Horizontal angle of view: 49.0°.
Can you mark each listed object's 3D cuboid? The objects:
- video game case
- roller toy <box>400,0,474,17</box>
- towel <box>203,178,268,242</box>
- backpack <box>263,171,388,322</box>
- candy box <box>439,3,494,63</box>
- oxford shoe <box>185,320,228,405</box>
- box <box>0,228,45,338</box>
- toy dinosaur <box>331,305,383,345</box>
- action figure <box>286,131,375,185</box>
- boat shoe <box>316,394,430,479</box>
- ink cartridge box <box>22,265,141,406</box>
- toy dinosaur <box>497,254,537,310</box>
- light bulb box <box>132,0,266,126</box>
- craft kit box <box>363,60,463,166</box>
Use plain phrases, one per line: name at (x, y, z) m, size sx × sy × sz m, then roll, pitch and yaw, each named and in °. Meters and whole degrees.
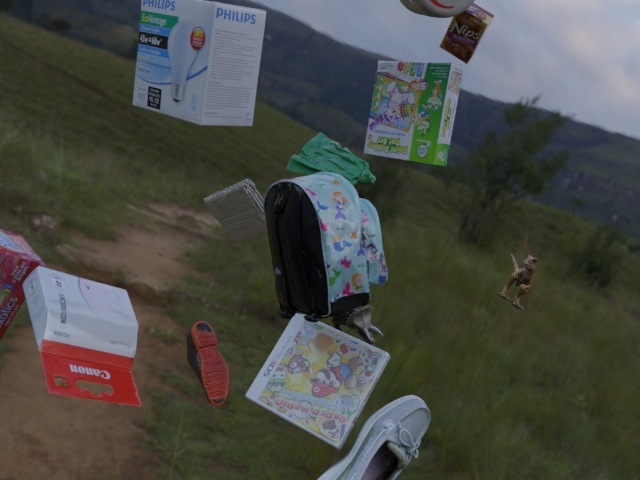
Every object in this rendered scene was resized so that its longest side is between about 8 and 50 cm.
video game case at (-0.007, 0.270, 1.392) m, size 0.226 × 0.206 × 0.026 m, roll 22°, pitch -21°, yaw 28°
roller toy at (0.286, -0.632, 1.683) m, size 0.209 × 0.191 × 0.146 m, roll 30°, pitch 9°, yaw -27°
towel at (-0.253, -0.092, 2.256) m, size 0.282 × 0.049 × 0.187 m, roll -13°, pitch -64°, yaw 52°
backpack at (0.000, 0.000, 1.294) m, size 0.191 × 0.254 × 0.225 m, roll -19°, pitch 9°, yaw -29°
candy box at (0.455, -0.653, 2.199) m, size 0.109 × 0.053 × 0.187 m, roll 35°, pitch -28°, yaw 8°
oxford shoe at (-0.365, 0.400, 2.240) m, size 0.096 × 0.272 × 0.098 m, roll 5°, pitch -31°, yaw -43°
box at (-0.697, 0.108, 1.433) m, size 0.128 × 0.257 × 0.122 m, roll 38°, pitch 8°, yaw 36°
toy dinosaur at (0.033, 0.183, 2.003) m, size 0.313 × 0.121 × 0.160 m, roll 32°, pitch -26°, yaw -4°
action figure at (0.042, -0.180, 1.716) m, size 0.232 × 0.137 × 0.063 m, roll 26°, pitch -18°, yaw 38°
boat shoe at (0.106, 0.417, 1.296) m, size 0.103 × 0.320 × 0.118 m, roll 14°, pitch -47°, yaw 50°
ink cartridge box at (-0.389, 0.161, 1.192) m, size 0.189 × 0.066 × 0.232 m, roll 26°, pitch 22°, yaw -49°
toy dinosaur at (0.411, 0.079, 1.436) m, size 0.064 × 0.112 × 0.211 m, roll 30°, pitch -5°, yaw 6°
light bulb box at (-0.388, -0.572, 2.225) m, size 0.357 × 0.361 × 0.225 m, roll 20°, pitch 19°, yaw 36°
craft kit box at (0.229, -0.325, 1.775) m, size 0.060 × 0.247 × 0.249 m, roll -2°, pitch 12°, yaw -41°
